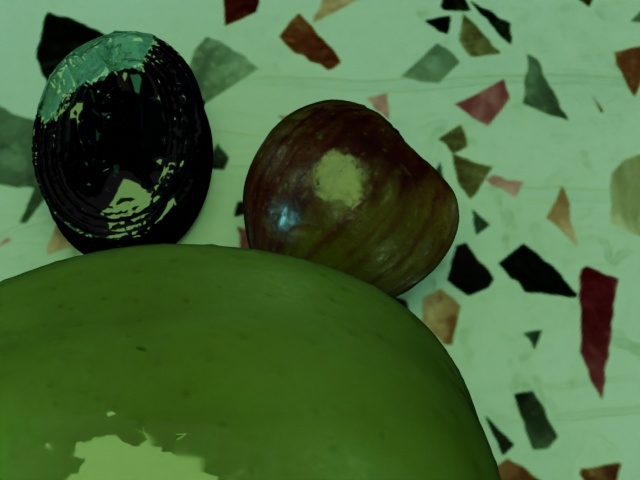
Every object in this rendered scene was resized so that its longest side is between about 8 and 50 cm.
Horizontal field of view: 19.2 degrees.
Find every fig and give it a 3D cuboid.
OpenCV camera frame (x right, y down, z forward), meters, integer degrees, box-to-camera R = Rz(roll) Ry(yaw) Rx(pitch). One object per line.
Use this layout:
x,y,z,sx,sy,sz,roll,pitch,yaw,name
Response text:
-0.002,-0.008,1.536,0.207,0.175,0.175,-43,73,4,fig

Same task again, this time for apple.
-0.105,0.218,1.269,0.473,0.474,0.474,0,67,-1,apple

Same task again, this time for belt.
-0.168,-0.081,1.599,0.151,0.078,0.198,2,69,4,belt
